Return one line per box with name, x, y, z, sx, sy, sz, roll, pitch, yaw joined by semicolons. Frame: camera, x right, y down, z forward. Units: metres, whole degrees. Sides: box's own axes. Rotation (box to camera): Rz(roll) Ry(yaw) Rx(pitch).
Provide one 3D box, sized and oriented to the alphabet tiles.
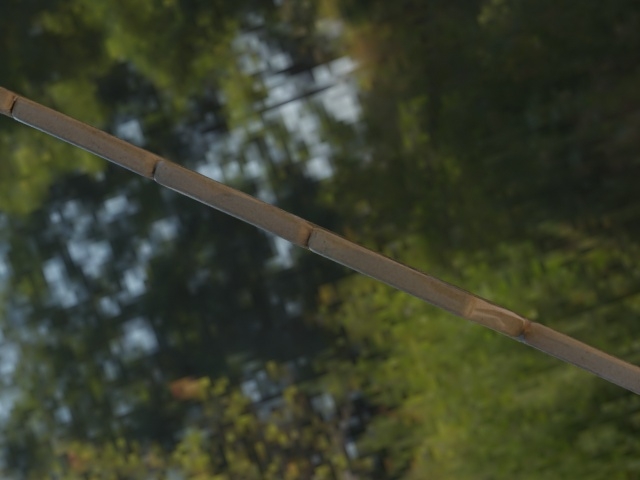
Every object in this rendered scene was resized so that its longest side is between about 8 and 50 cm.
alphabet tiles;0.000;0.000;0.751;0.011;0.342;0.285;-66;-23;1
